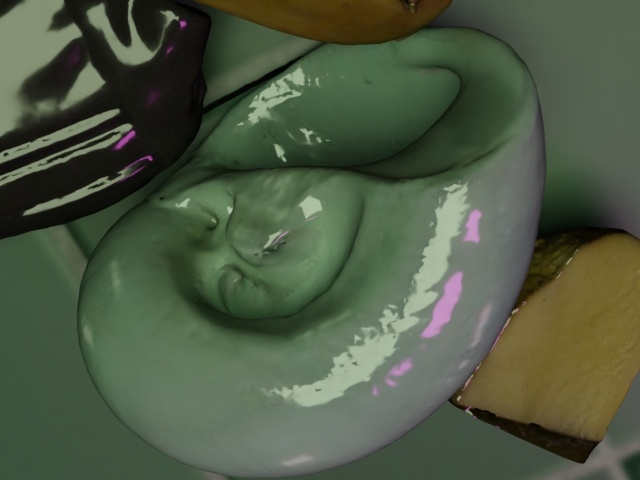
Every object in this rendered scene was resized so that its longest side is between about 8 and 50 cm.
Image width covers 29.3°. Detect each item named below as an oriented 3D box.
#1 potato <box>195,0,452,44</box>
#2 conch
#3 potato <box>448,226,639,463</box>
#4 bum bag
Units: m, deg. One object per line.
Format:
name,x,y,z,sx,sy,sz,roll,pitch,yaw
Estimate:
potato,-0.057,-0.194,0.450,0.300,0.140,0.173,32,112,-10
conch,0.001,0.002,0.512,0.221,0.121,0.185,-26,63,20
potato,0.103,0.035,0.554,0.096,0.066,0.103,28,99,-36
bum bag,-0.200,-0.054,0.533,0.326,0.079,0.142,-16,101,13
